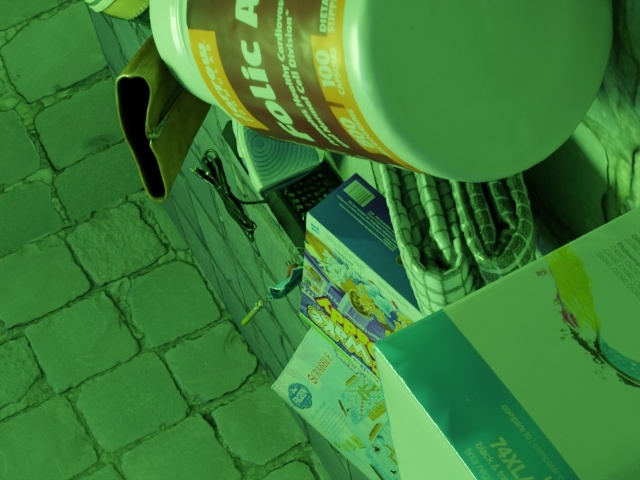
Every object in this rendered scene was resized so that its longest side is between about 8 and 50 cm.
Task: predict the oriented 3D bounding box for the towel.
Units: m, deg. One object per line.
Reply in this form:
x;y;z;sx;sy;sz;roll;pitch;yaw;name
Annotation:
0.137;-0.018;1.439;0.235;0.121;0.284;65;-168;-51;towel

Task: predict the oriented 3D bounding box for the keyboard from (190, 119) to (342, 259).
-0.053;-0.064;2.178;0.317;0.201;0.033;55;144;37;keyboard

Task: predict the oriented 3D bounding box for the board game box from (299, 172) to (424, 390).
0.128;0.115;1.718;0.347;0.078;0.233;41;156;20;board game box

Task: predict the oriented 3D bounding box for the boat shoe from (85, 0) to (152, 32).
-0.231;-0.413;2.113;0.156;0.187;0.500;28;-157;-22;boat shoe

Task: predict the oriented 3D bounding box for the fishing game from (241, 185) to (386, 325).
0.000;0.000;1.886;0.041;0.264;0.189;47;167;1;fishing game

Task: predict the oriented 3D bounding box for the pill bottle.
0.026;-0.180;1.259;0.392;0.224;0.224;18;134;58;pill bottle

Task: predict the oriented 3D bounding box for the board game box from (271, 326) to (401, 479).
0.101;0.228;2.024;0.318;0.066;0.319;42;154;5;board game box

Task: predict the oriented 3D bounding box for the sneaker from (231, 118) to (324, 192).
-0.088;-0.224;2.192;0.182;0.127;0.316;132;118;-82;sneaker

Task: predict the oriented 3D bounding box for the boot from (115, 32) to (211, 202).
-0.106;-0.142;1.550;0.264;0.096;0.280;85;-164;-46;boot

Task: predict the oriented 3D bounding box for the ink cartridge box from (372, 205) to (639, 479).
0.212;0.136;1.171;0.197;0.270;0.198;53;164;40;ink cartridge box
